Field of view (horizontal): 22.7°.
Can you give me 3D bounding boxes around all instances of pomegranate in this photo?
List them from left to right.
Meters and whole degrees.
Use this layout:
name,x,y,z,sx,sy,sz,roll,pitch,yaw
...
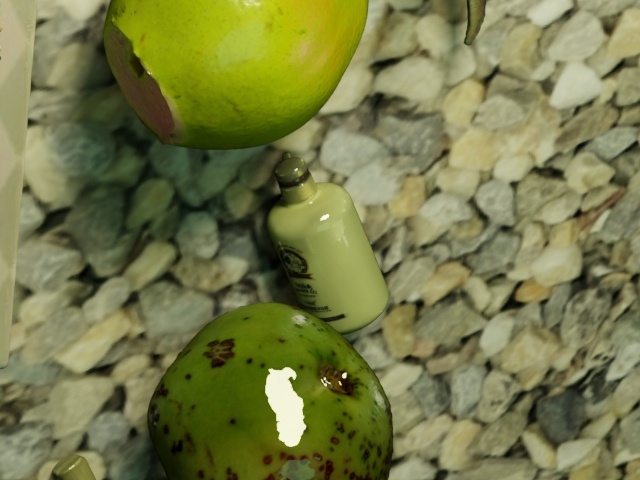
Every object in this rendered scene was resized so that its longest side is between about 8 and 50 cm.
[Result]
name,x,y,z,sx,sy,sz,roll,pitch,yaw
pomegranate,-0.056,0.180,1.351,0.214,0.214,0.248,10,133,-33

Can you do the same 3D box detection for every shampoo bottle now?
name,x,y,z,sx,sy,sz,roll,pitch,yaw
shampoo bottle,0.000,0.000,1.381,0.079,0.079,0.162,-33,120,-18

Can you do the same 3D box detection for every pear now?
name,x,y,z,sx,sy,sz,roll,pitch,yaw
pear,-0.058,-0.172,1.232,0.220,0.187,0.187,-36,121,-19

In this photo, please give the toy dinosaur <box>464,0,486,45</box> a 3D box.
name,x,y,z,sx,sy,sz,roll,pitch,yaw
toy dinosaur,0.141,-0.310,1.327,0.077,0.162,0.294,20,102,4

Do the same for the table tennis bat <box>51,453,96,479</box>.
name,x,y,z,sx,sy,sz,roll,pitch,yaw
table tennis bat,-0.171,0.291,1.398,0.138,0.022,0.246,-39,119,-33

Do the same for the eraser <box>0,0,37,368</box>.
name,x,y,z,sx,sy,sz,roll,pitch,yaw
eraser,-0.323,-0.096,1.152,0.213,0.082,0.396,-2,106,-31

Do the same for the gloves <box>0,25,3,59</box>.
name,x,y,z,sx,sy,sz,roll,pitch,yaw
gloves,-0.291,-0.132,1.053,0.144,0.110,0.094,-20,72,-24
